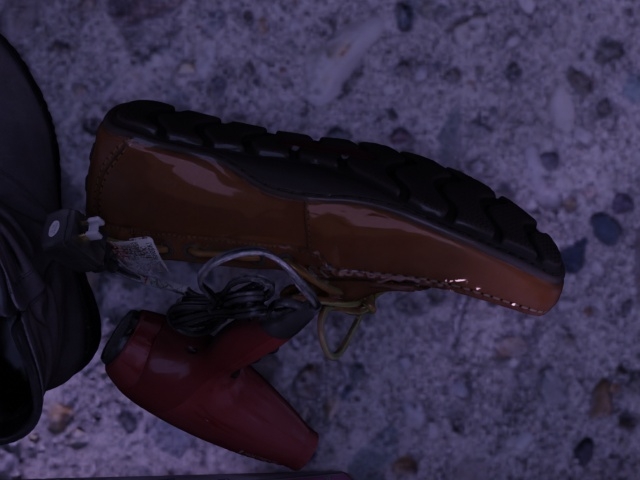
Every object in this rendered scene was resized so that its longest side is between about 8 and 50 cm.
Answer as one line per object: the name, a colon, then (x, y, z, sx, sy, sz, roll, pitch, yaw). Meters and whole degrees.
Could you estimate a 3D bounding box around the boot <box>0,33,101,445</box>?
boot: (-0.259, -0.029, 1.050, 0.118, 0.223, 0.338, -24, 94, 3)

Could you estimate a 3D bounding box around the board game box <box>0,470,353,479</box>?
board game box: (-0.096, 0.234, 1.019, 0.316, 0.242, 0.064, 2, 96, -17)

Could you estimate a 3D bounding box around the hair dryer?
hair dryer: (-0.080, 0.096, 1.068, 0.223, 0.293, 0.080, 13, 61, 32)

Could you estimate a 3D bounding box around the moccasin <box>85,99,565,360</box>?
moccasin: (0.000, 0.001, 1.094, 0.380, 0.139, 0.147, 10, 112, -2)
